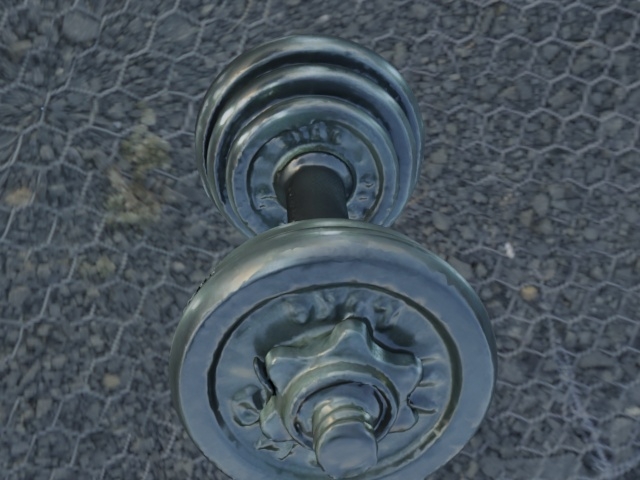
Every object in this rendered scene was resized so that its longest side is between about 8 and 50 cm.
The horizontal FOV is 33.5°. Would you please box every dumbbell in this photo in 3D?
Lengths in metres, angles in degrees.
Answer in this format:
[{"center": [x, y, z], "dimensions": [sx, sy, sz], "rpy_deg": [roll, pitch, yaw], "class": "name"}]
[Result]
[{"center": [0.000, 0.000, 0.684], "dimensions": [0.179, 0.406, 0.179], "rpy_deg": [-2, 120, -3], "class": "dumbbell"}]
